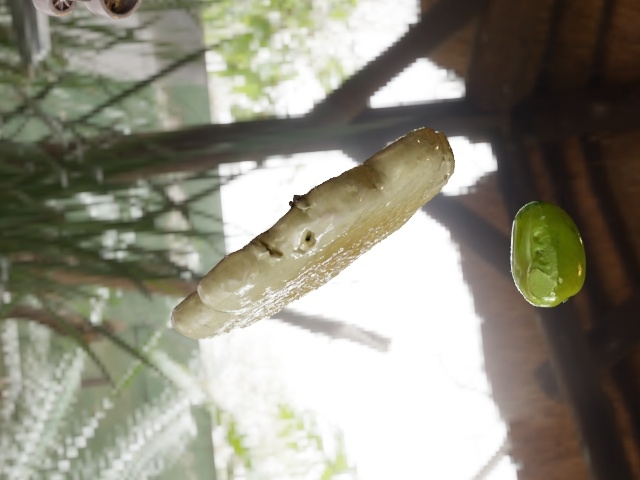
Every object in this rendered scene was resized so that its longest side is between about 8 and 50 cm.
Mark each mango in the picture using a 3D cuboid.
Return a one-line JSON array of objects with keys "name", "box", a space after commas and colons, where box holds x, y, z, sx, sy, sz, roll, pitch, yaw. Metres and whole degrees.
[{"name": "mango", "box": [0.214, 0.011, 1.342, 0.056, 0.073, 0.108, -125, -165, -65]}]

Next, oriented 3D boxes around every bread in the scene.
[{"name": "bread", "box": [0.000, 0.000, 1.283, 0.054, 0.316, 0.316, 55, -14, 7]}]

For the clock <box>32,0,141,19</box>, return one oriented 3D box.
[{"name": "clock", "box": [-0.230, -0.261, 1.401, 0.041, 0.129, 0.087, 16, -67, 37]}]
